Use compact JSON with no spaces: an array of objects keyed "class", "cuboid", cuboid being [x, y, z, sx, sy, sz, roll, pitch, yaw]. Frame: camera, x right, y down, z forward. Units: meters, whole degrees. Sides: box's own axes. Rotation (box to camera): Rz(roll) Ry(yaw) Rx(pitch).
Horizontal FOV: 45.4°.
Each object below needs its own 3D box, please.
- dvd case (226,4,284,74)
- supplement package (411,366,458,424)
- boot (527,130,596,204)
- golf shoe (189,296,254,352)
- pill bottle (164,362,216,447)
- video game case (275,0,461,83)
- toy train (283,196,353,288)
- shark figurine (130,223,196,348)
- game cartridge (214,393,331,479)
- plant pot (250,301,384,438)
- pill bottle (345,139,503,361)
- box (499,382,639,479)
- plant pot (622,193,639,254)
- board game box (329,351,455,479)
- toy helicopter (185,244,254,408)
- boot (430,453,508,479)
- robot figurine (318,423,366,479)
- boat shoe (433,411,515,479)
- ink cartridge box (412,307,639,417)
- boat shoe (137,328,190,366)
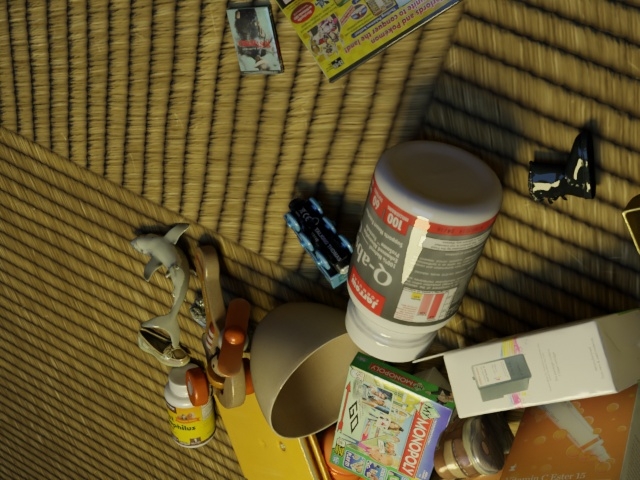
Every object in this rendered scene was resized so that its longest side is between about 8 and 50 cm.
[{"class":"dvd case","cuboid":[-0.114,-0.351,1.346,0.087,0.013,0.119,6,125,27]},{"class":"supplement package","cuboid":[0.188,0.357,1.604,0.179,0.105,0.105,-31,104,42]},{"class":"boot","cuboid":[0.377,-0.114,1.204,0.099,0.045,0.121,5,124,32]},{"class":"golf shoe","cuboid":[-0.226,0.200,1.782,0.176,0.069,0.086,39,157,1]},{"class":"pill bottle","cuboid":[-0.332,0.417,1.946,0.117,0.117,0.214,15,128,22]},{"class":"video game case","cuboid":[0.049,-0.413,1.192,0.275,0.035,0.248,-25,107,39]},{"class":"toy train","cuboid":[0.000,0.000,1.453,0.184,0.080,0.105,52,169,24]},{"class":"shark figurine","cuboid":[-0.314,0.082,1.695,0.166,0.278,0.116,-30,147,12]},{"class":"game cartridge","cuboid":[-0.118,0.470,1.814,0.324,0.053,0.285,-10,101,53]},{"class":"plant pot","cuboid":[-0.034,0.236,1.571,0.191,0.284,0.284,44,140,37]},{"class":"pill bottle","cuboid":[0.160,0.029,1.318,0.210,0.210,0.362,24,130,14]},{"class":"box","cuboid":[0.458,0.389,1.303,0.215,0.345,0.168,-20,110,38]},{"class":"plant pot","cuboid":[0.512,-0.039,1.147,0.082,0.083,0.081,-15,113,38]},{"class":"board game box","cuboid":[0.141,0.385,1.549,0.214,0.046,0.317,22,130,16]},{"class":"toy helicopter","cuboid":[-0.216,0.179,1.628,0.235,0.140,0.354,147,113,-66]},{"class":"boot","cuboid":[0.337,0.544,1.665,0.220,0.109,0.283,32,125,2]},{"class":"robot figurine","cuboid":[0.042,0.512,1.784,0.158,0.128,0.219,48,138,27]},{"class":"boat shoe","cuboid":[0.282,0.368,1.428,0.116,0.324,0.123,-28,76,18]},{"class":"ink cartridge box","cuboid":[0.360,0.218,1.319,0.354,0.207,0.119,-21,78,39]},{"class":"boat shoe","cuboid":[-0.396,0.268,1.924,0.153,0.056,0.048,24,136,24]}]
